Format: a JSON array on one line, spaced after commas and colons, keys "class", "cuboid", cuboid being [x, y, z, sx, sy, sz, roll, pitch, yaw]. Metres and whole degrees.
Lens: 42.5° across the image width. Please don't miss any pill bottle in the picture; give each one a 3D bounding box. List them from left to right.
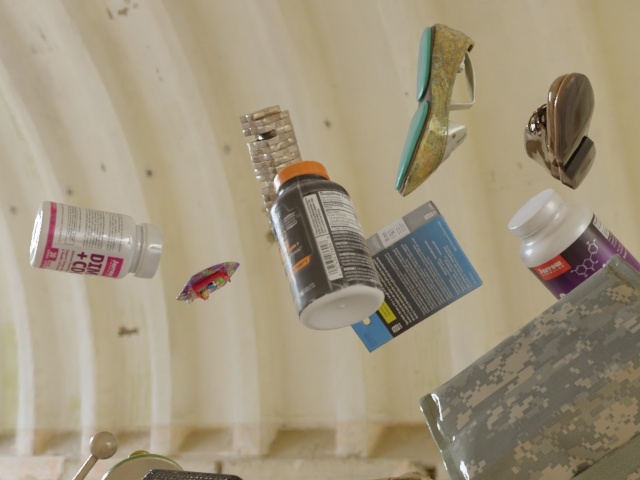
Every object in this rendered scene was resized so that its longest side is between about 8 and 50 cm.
[{"class": "pill bottle", "cuboid": [-0.531, 0.007, 1.955, 0.283, 0.160, 0.160, 10, -17, -24]}, {"class": "pill bottle", "cuboid": [0.000, 0.000, 1.229, 0.131, 0.245, 0.130, -13, -30, -8]}, {"class": "pill bottle", "cuboid": [0.556, 0.047, 1.760, 0.323, 0.181, 0.181, 45, -25, -6]}]

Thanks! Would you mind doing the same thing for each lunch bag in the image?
[{"class": "lunch bag", "cuboid": [0.269, 0.204, 0.738, 0.235, 0.169, 0.287, -38, -66, 10]}]

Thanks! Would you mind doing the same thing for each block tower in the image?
[{"class": "block tower", "cuboid": [-0.097, -0.159, 2.029, 0.097, 0.335, 0.091, -27, 16, -37]}]

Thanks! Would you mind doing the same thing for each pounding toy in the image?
[{"class": "pounding toy", "cuboid": [-0.370, 0.466, 1.589, 0.237, 0.183, 0.110, 32, 2, -23]}]

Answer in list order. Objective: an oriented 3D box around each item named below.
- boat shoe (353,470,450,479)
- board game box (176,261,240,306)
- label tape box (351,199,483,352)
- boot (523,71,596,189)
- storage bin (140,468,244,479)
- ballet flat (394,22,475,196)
[{"class": "boat shoe", "cuboid": [0.196, 0.537, 1.735, 0.341, 0.110, 0.121, -7, -57, 9]}, {"class": "board game box", "cuboid": [-0.251, 0.107, 1.895, 0.133, 0.033, 0.168, -14, -23, -38]}, {"class": "label tape box", "cuboid": [0.198, 0.090, 2.045, 0.334, 0.106, 0.240, -32, -63, 6]}, {"class": "boot", "cuboid": [0.388, -0.188, 1.375, 0.115, 0.112, 0.305, 33, -10, 26]}, {"class": "storage bin", "cuboid": [-0.188, 0.406, 1.175, 0.180, 0.122, 0.084, -4, 18, 28]}, {"class": "ballet flat", "cuboid": [0.217, -0.233, 1.482, 0.123, 0.348, 0.123, 10, -20, 4]}]
